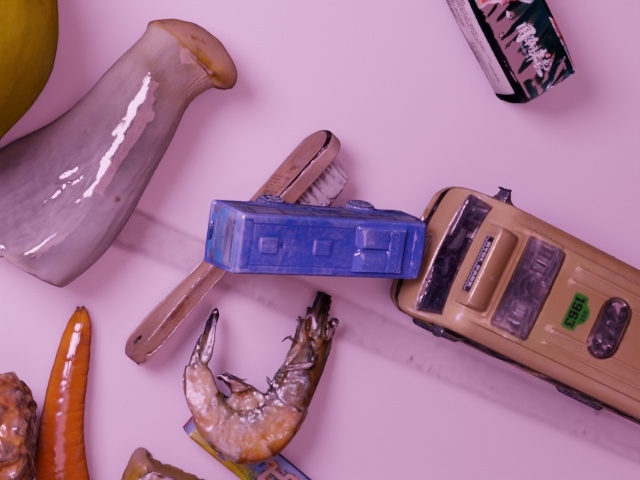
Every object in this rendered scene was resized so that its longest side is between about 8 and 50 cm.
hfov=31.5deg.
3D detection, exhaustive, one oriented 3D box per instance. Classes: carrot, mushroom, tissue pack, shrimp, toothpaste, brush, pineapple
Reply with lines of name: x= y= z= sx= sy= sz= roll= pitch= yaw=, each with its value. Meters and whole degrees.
carrot: x=-0.271 y=0.207 z=1.207 sx=0.066 sy=0.062 sz=0.271 roll=-3 pitch=96 yaw=-10
mushroom: x=-0.228 y=-0.099 z=1.154 sx=0.159 sy=0.122 sz=0.328 roll=43 pitch=84 yaw=-24
tissue pack: x=0.206 y=-0.244 z=1.264 sx=0.090 sy=0.103 sz=0.170 roll=-31 pitch=103 yaw=-3
shrimp: x=-0.066 y=0.133 z=1.242 sx=0.150 sy=0.051 sz=0.217 roll=33 pitch=67 yaw=-12
toothpaste: x=-0.073 y=0.262 z=1.274 sx=0.193 sy=0.044 sz=0.070 roll=42 pitch=84 yaw=-15
brush: x=-0.084 y=0.017 z=1.238 sx=0.327 sy=0.070 sz=0.065 roll=-47 pitch=115 yaw=-4
pineapple: x=-0.381 y=0.205 z=1.134 sx=0.193 sy=0.166 sz=0.166 roll=0 pitch=96 yaw=-8

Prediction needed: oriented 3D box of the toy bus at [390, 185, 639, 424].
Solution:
toy bus: x=0.275 y=0.079 z=1.266 sx=0.365 sy=0.202 sz=0.177 roll=25 pitch=89 yaw=-15

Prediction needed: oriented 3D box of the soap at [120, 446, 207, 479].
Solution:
soap: x=-0.189 y=0.361 z=1.239 sx=0.135 sy=0.076 sz=0.233 roll=27 pitch=88 yaw=-17

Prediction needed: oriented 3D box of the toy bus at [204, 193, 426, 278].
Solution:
toy bus: x=0.000 y=0.003 z=1.182 sx=0.236 sy=0.094 sz=0.079 roll=3 pitch=107 yaw=-28

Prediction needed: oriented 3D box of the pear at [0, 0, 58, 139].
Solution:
pear: x=-0.382 y=-0.251 z=1.020 sx=0.287 sy=0.287 sz=0.375 roll=-1 pitch=92 yaw=-15
